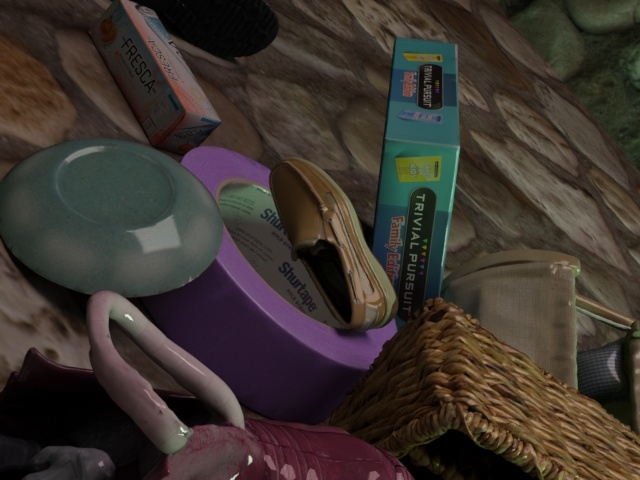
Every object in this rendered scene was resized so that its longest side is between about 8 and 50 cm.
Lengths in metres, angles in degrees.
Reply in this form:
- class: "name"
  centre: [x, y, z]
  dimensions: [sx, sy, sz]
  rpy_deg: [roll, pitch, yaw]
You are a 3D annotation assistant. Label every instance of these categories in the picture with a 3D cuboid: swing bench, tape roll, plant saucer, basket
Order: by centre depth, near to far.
- class: "basket"
  centre: [0.151, 0.234, 1.209]
  dimensions: [0.299, 0.213, 0.223]
  rpy_deg: [35, 18, -14]
- class: "plant saucer"
  centre: [-0.174, -0.034, 1.210]
  dimensions: [0.195, 0.037, 0.195]
  rpy_deg: [10, 42, -9]
- class: "tape roll"
  centre: [-0.055, 0.040, 1.362]
  dimensions: [0.275, 0.090, 0.274]
  rpy_deg: [39, 23, -20]
- class: "swing bench"
  centre: [0.252, 0.164, 1.528]
  dimensions: [0.255, 0.165, 0.253]
  rpy_deg: [38, 37, -25]

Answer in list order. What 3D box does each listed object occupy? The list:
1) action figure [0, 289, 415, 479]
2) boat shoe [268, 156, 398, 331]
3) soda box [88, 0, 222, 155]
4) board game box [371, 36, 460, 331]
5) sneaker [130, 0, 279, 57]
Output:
- class: "action figure"
  centre: [-0.052, 0.153, 0.949]
  dimensions: [0.370, 0.275, 0.248]
  rpy_deg: [12, 31, -33]
- class: "boat shoe"
  centre: [0.000, 0.000, 1.329]
  dimensions: [0.072, 0.068, 0.190]
  rpy_deg: [-7, 55, -50]
- class: "soda box"
  centre: [-0.181, -0.179, 1.560]
  dimensions: [0.063, 0.058, 0.183]
  rpy_deg: [14, 38, -53]
- class: "board game box"
  centre: [0.102, -0.053, 1.602]
  dimensions: [0.079, 0.253, 0.336]
  rpy_deg: [6, 26, 2]
- class: "sneaker"
  centre: [-0.180, -0.337, 1.772]
  dimensions: [0.319, 0.112, 0.131]
  rpy_deg: [27, 31, -43]
